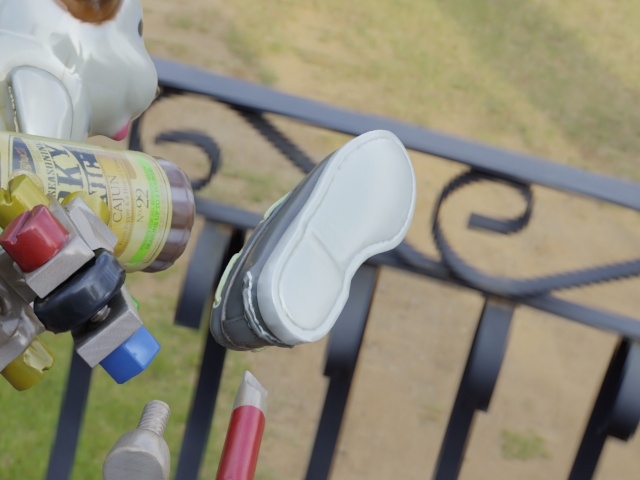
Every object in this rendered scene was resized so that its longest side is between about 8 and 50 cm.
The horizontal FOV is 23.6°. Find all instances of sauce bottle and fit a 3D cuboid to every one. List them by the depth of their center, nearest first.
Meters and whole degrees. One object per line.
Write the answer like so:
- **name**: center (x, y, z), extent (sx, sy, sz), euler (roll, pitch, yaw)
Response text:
- **sauce bottle**: center (-0.256, -0.033, 1.236), extent (0.344, 0.111, 0.111), euler (4, 26, -48)

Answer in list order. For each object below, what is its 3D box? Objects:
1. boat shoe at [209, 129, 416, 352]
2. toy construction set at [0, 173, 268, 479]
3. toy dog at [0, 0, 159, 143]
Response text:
- **boat shoe**: center (-0.002, -0.004, 1.392), extent (0.091, 0.109, 0.305), euler (-20, 21, 36)
- **toy construction set**: center (-0.177, 0.054, 1.012), extent (0.309, 0.257, 0.237), euler (28, 25, -7)
- **toy dog**: center (-0.347, -0.131, 1.535), extent (0.408, 0.284, 0.395), euler (-40, 83, -23)
